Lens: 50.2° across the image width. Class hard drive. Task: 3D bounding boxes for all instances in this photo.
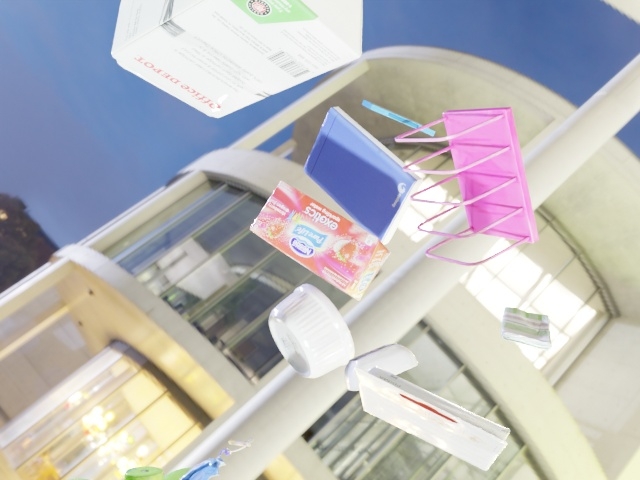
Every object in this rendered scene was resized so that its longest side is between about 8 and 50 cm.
[{"bbox_3d":[0.100,-0.168,1.766,0.319,0.040,0.210,45,-51,26],"label":"hard drive"}]

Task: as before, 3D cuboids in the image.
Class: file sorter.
[{"bbox_3d":[0.300,-0.112,1.451,0.202,0.182,0.291,15,-54,61],"label":"file sorter"}]

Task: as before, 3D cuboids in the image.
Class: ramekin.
[{"bbox_3d":[-0.027,0.214,1.549,0.207,0.109,0.207,44,-27,30],"label":"ramekin"}]

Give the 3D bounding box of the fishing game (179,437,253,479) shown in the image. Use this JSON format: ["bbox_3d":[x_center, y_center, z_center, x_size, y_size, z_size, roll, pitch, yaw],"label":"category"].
[{"bbox_3d":[-0.208,0.387,0.989,0.041,0.264,0.189,50,-28,0],"label":"fishing game"}]

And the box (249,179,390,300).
[{"bbox_3d":[0.000,0.000,1.421,0.256,0.128,0.122,32,-2,23],"label":"box"}]

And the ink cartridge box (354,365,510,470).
[{"bbox_3d":[0.142,0.207,0.851,0.189,0.066,0.232,23,-25,17],"label":"ink cartridge box"}]

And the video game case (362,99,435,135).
[{"bbox_3d":[0.186,-0.296,1.646,0.166,0.015,0.119,21,14,-12],"label":"video game case"}]

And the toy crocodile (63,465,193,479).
[{"bbox_3d":[-0.327,0.436,1.088,0.105,0.340,0.115,-4,-97,39],"label":"toy crocodile"}]

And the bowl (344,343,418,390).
[{"bbox_3d":[0.112,0.245,1.351,0.142,0.142,0.053,125,-56,-79],"label":"bowl"}]

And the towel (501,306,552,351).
[{"bbox_3d":[0.479,0.198,1.586,0.113,0.152,0.023,14,-65,12],"label":"towel"}]

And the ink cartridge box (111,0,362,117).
[{"bbox_3d":[-0.117,-0.304,0.955,0.289,0.122,0.211,-13,-26,36],"label":"ink cartridge box"}]
